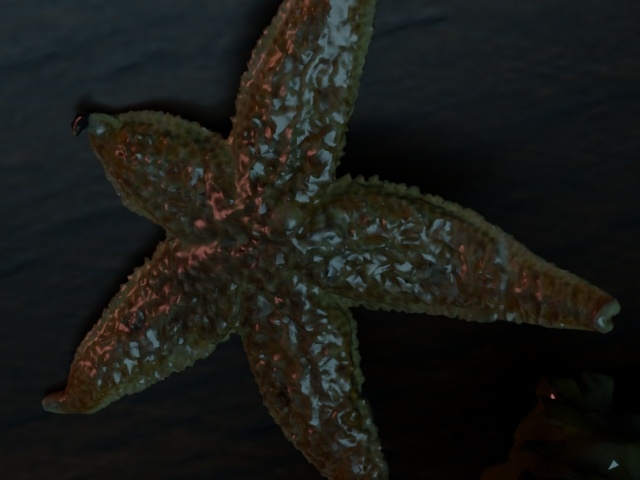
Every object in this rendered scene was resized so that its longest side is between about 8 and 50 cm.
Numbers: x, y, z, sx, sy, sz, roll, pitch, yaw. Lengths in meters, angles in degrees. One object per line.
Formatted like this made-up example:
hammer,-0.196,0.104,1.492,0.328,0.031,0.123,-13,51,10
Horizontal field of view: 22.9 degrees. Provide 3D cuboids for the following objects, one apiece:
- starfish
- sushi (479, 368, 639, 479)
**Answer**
starfish,0.003,0.000,0.652,0.231,0.048,0.295,36,109,12
sushi,0.201,0.226,0.620,0.351,0.396,0.240,19,109,7
